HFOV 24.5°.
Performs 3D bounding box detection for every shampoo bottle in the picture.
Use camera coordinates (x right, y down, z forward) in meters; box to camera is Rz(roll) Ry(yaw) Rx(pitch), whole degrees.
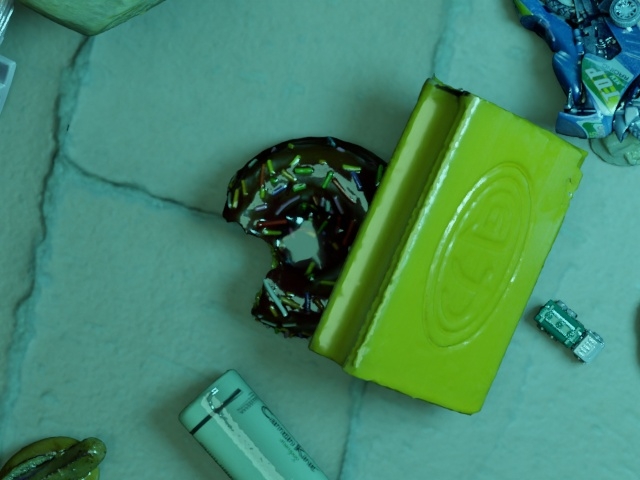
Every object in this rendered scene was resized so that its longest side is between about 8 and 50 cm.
[{"bbox_3d":[-0.044,0.266,1.640,0.085,0.085,0.262,-42,86,5],"label":"shampoo bottle"}]

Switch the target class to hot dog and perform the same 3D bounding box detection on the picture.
[{"bbox_3d":[-0.303,0.270,1.683,0.140,0.060,0.090,-18,93,3],"label":"hot dog"}]

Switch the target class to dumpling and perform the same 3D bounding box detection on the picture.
[{"bbox_3d":[0.337,-0.112,1.609,0.076,0.052,0.057,-25,75,3],"label":"dumpling"}]

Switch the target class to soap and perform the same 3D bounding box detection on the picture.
[{"bbox_3d":[0.143,0.009,1.562,0.204,0.096,0.324,21,94,-35],"label":"soap"}]

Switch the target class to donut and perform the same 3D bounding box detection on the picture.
[{"bbox_3d":[0.000,-0.001,1.627,0.216,0.096,0.230,-1,90,7],"label":"donut"}]

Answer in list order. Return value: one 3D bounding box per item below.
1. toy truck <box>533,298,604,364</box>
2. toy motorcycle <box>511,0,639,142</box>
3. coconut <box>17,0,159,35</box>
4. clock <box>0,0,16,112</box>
[{"bbox_3d":[0.274,0.101,1.624,0.083,0.044,0.039,41,98,5],"label":"toy truck"},{"bbox_3d":[0.289,-0.195,1.585,0.135,0.092,0.254,-25,67,3],"label":"toy motorcycle"},{"bbox_3d":[-0.233,-0.417,1.525,0.346,0.346,0.360,-30,96,6],"label":"coconut"},{"bbox_3d":[-0.427,-0.156,1.587,0.080,0.275,0.290,24,90,10],"label":"clock"}]
